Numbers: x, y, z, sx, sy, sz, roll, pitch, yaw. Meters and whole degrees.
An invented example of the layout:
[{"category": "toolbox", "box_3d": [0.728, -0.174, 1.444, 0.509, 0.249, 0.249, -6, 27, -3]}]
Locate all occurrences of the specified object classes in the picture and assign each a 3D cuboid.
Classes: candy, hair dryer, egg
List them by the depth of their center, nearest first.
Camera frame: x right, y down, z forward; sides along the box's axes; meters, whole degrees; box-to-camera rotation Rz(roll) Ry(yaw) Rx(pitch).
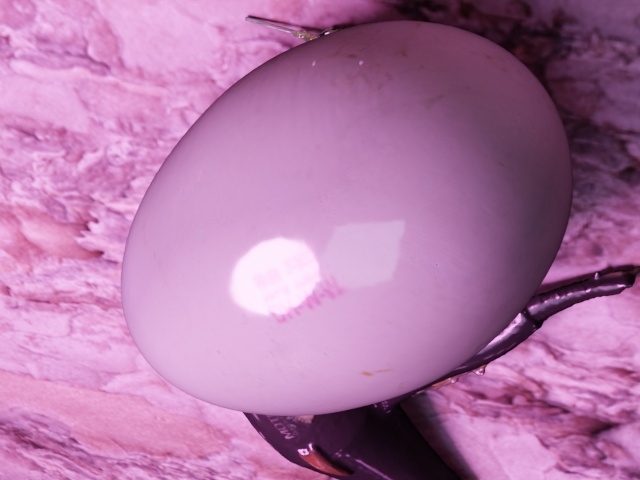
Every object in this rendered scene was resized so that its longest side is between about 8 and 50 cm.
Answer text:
[{"category": "egg", "box_3d": [0.000, 0.000, 0.682, 0.230, 0.230, 0.371, 43, 135, -15]}, {"category": "candy", "box_3d": [-0.016, -0.142, 0.713, 0.083, 0.023, 0.025, 19, 176, 20]}, {"category": "hair dryer", "box_3d": [0.122, 0.123, 0.848, 0.359, 0.120, 0.303, -30, 121, 32]}]
